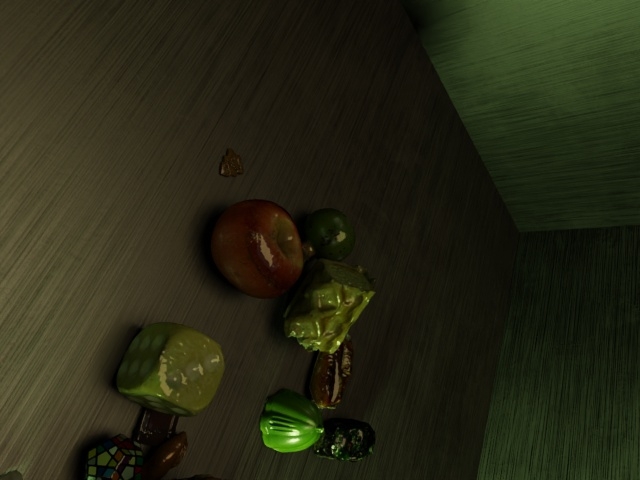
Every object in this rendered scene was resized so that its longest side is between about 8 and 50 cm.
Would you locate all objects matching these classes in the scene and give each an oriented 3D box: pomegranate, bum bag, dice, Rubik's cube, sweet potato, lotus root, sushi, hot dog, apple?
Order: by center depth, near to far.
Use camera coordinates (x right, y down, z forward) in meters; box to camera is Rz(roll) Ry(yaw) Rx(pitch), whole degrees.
[{"bbox_3d":[-0.434,0.476,1.103,0.112,0.133,0.133,8,79,-26],"label":"Rubik's cube"},{"bbox_3d":[-0.334,0.290,1.184,0.169,0.169,0.166,40,50,-34],"label":"dice"},{"bbox_3d":[-0.380,0.516,1.194,0.202,0.058,0.055,-37,135,-31],"label":"sweet potato"},{"bbox_3d":[-0.378,0.407,1.254,0.109,0.026,0.159,39,53,-43],"label":"bum bag"},{"bbox_3d":[-0.343,0.509,1.265,0.035,0.058,0.083,26,57,-3],"label":"hot dog"},{"bbox_3d":[-0.168,0.021,1.411,0.272,0.206,0.252,45,43,-43],"label":"apple"},{"bbox_3d":[-0.057,0.532,1.526,0.186,0.186,0.186,7,81,-51],"label":"lotus root"},{"bbox_3d":[0.000,0.000,1.658,0.224,0.181,0.181,-28,111,-21],"label":"pomegranate"},{"bbox_3d":[0.086,0.652,1.726,0.225,0.127,0.124,18,73,-47],"label":"sushi"},{"bbox_3d":[0.043,0.425,1.731,0.162,0.082,0.270,42,54,-43],"label":"hot dog"}]

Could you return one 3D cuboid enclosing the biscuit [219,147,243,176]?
[{"bbox_3d":[-0.251,-0.211,1.473,0.092,0.016,0.082,-49,124,-44],"label":"biscuit"}]

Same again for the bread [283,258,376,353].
[{"bbox_3d":[0.025,0.191,1.576,0.238,0.196,0.252,10,116,-46],"label":"bread"}]

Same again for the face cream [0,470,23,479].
[{"bbox_3d":[-0.645,0.490,0.862,0.314,0.089,0.143,10,50,-55],"label":"face cream"}]

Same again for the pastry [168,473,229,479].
[{"bbox_3d":[-0.286,0.637,1.052,0.405,0.292,0.337,16,115,-29],"label":"pastry"}]
